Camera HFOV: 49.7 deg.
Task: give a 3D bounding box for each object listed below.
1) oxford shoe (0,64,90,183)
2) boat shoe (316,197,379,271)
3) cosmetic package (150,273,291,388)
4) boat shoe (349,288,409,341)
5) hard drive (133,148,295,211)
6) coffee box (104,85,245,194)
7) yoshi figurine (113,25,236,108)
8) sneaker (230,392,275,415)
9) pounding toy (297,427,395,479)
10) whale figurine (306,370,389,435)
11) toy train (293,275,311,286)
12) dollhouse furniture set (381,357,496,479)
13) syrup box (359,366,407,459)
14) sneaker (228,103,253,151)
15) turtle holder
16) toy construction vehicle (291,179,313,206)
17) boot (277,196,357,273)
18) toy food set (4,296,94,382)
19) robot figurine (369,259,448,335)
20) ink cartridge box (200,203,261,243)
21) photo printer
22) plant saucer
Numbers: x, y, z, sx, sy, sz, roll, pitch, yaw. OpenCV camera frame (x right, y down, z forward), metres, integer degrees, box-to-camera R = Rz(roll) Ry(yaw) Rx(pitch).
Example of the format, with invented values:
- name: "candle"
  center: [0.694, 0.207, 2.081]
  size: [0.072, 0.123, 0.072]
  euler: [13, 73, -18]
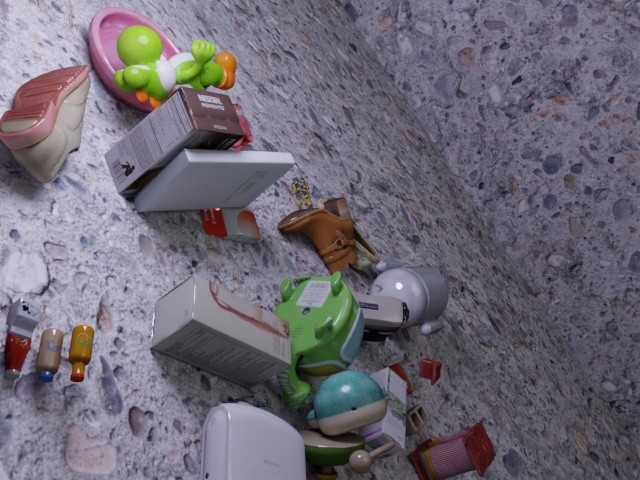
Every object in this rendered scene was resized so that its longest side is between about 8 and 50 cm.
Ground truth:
- name: "oxford shoe"
  center: [-0.596, -0.272, 1.543]
  size: [0.397, 0.141, 0.146]
  euler: [-85, 164, -52]
- name: "boat shoe"
  center: [0.093, -0.033, 2.321]
  size: [0.285, 0.089, 0.104]
  euler: [55, 31, -4]
- name: "cosmetic package"
  center: [-0.222, 0.214, 1.583]
  size: [0.296, 0.153, 0.129]
  euler: [34, 36, -37]
- name: "boat shoe"
  center: [0.080, 0.227, 2.059]
  size: [0.341, 0.158, 0.127]
  euler: [14, 50, -13]
- name: "hard drive"
  center: [-0.260, -0.149, 1.735]
  size: [0.353, 0.233, 0.047]
  euler: [-7, 67, -50]
- name: "coffee box"
  center: [-0.349, -0.229, 1.653]
  size: [0.168, 0.297, 0.118]
  euler: [-3, 65, -57]
- name: "yoshi figurine"
  center: [-0.386, -0.467, 1.780]
  size: [0.203, 0.203, 0.362]
  euler: [47, 31, 12]
- name: "sneaker"
  center: [-0.165, 0.385, 1.618]
  size: [0.135, 0.052, 0.058]
  euler: [33, 28, -48]
- name: "pounding toy"
  center: [0.038, 0.528, 1.649]
  size: [0.183, 0.237, 0.110]
  euler: [7, 86, -59]
- name: "whale figurine"
  center: [0.064, 0.399, 1.733]
  size: [0.272, 0.216, 0.141]
  euler: [105, -32, -80]
- name: "toy train"
  center: [-0.051, 0.121, 2.045]
  size: [0.083, 0.017, 0.023]
  euler: [-5, 78, -57]
- name: "dollhouse furniture set"
  center: [0.334, 0.525, 2.055]
  size: [0.152, 0.201, 0.374]
  euler: [-13, 75, -58]
- name: "syrup box"
  center: [0.182, 0.490, 1.969]
  size: [0.093, 0.096, 0.236]
  euler: [42, 34, -22]
- name: "sneaker"
  center: [-0.286, -0.308, 1.999]
  size: [0.136, 0.116, 0.314]
  euler: [58, 30, -3]
- name: "turtle holder"
  center: [0.001, 0.254, 1.786]
  size: [0.227, 0.243, 0.320]
  euler: [57, 18, -36]
- name: "toy construction vehicle"
  center: [-0.064, -0.155, 2.268]
  size: [0.086, 0.035, 0.098]
  euler: [17, 51, -63]
- name: "boot"
  center: [0.000, 0.000, 2.167]
  size: [0.283, 0.109, 0.220]
  euler: [-22, 104, -45]
- name: "toy food set"
  center: [-0.523, 0.180, 1.211]
  size: [0.232, 0.111, 0.104]
  euler: [33, 38, -40]
- name: "robot figurine"
  center: [0.294, 0.187, 2.305]
  size: [0.300, 0.200, 0.353]
  euler: [53, 27, 21]
- name: "ink cartridge box"
  center: [-0.253, -0.074, 1.905]
  size: [0.179, 0.045, 0.145]
  euler: [18, 48, -51]
- name: "photo printer"
  center: [-0.140, 0.507, 1.476]
  size: [0.256, 0.107, 0.307]
  euler: [33, 39, -36]
- name: "plant saucer"
  center: [-0.493, -0.475, 1.880]
  size: [0.332, 0.084, 0.332]
  euler: [37, 36, -32]
